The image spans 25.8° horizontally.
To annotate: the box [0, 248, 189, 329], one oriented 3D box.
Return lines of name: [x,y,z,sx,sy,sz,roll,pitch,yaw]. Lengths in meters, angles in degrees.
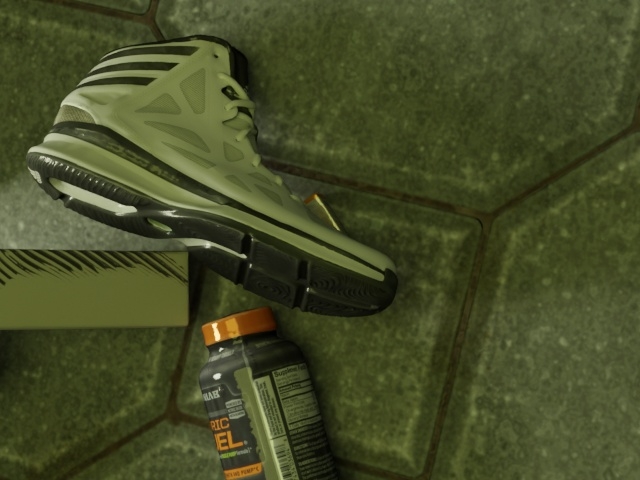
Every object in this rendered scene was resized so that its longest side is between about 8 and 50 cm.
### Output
box: [-0.299,0.057,1.636,0.275,0.113,0.094,0,88,-29]

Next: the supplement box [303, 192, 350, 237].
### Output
supplement box: [0.000,0.000,1.681,0.062,0.036,0.098,-34,81,10]

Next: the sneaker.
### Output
sneaker: [-0.086,-0.100,1.611,0.447,0.169,0.257,24,68,4]

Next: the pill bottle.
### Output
pill bottle: [-0.067,0.204,1.647,0.130,0.130,0.246,-17,85,12]
